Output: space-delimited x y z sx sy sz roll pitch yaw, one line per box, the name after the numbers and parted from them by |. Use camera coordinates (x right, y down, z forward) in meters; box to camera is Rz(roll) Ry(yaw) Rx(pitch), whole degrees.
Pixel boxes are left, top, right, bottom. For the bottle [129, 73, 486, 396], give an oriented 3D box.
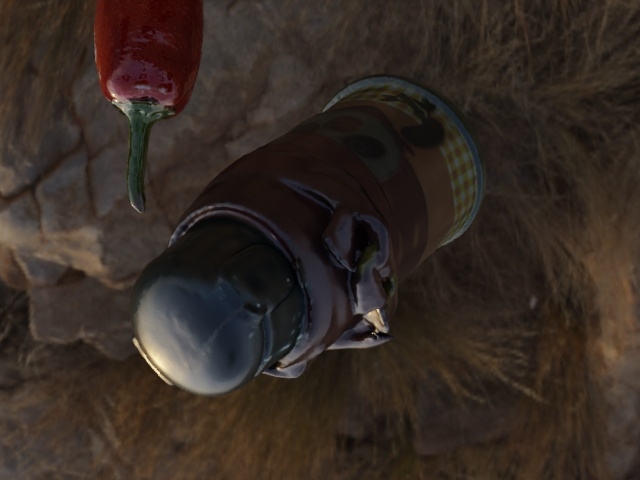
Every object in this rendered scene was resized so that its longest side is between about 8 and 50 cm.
0.000 0.000 0.634 0.156 0.271 0.143 -35 93 41 | bottle

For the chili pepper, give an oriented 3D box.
-0.138 -0.201 0.906 0.092 0.368 0.137 -3 137 5 | chili pepper
